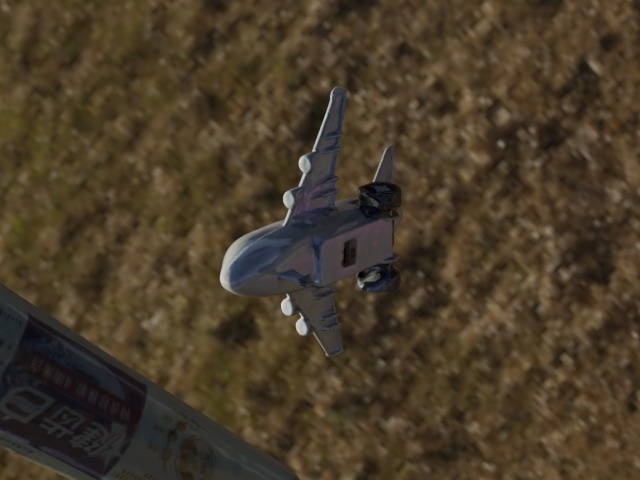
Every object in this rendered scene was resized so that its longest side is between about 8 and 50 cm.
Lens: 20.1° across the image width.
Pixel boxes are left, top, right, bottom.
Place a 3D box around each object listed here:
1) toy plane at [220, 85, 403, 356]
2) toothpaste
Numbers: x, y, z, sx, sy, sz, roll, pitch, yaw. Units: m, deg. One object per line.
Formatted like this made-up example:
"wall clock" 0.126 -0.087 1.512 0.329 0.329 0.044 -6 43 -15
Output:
"toy plane" 0.004 0.001 1.577 0.101 0.255 0.251 12 112 30
"toothpaste" -0.081 0.065 0.651 0.038 0.233 0.060 20 78 57
